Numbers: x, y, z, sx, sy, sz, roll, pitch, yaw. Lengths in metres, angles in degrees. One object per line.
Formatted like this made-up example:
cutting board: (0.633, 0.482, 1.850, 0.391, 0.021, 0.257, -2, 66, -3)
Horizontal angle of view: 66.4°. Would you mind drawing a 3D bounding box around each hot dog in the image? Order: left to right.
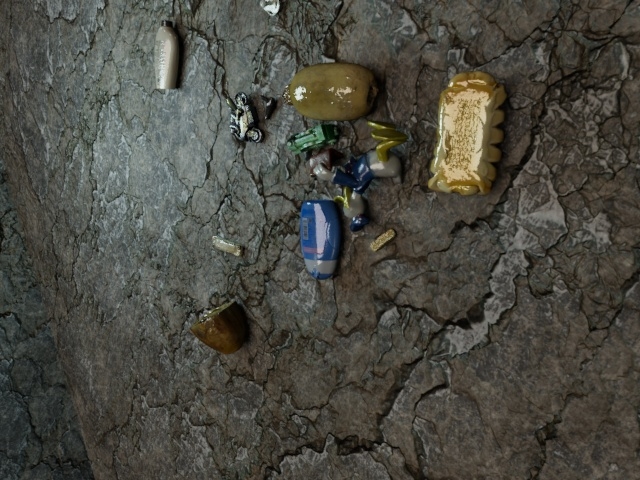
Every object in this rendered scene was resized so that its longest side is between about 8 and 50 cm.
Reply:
hot dog: (0.195, 0.001, 1.500, 0.090, 0.034, 0.030, -40, 63, 14)

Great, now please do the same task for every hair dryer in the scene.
hair dryer: (-0.190, -0.474, 1.705, 0.083, 0.031, 0.079, 52, 133, 34)

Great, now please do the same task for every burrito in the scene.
burrito: (-0.366, 0.021, 1.904, 0.171, 0.042, 0.051, 14, 109, 30)

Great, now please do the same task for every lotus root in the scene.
lotus root: (-0.389, 0.355, 1.898, 0.199, 0.188, 0.180, -22, 99, 34)
lotus root: (0.012, -0.449, 1.479, 0.342, 0.151, 0.170, 10, 103, 31)

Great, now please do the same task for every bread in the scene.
bread: (0.385, -0.271, 1.260, 0.172, 0.121, 0.312, 14, 106, 30)

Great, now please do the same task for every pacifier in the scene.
pacifier: (-0.174, -0.777, 1.613, 0.083, 0.064, 0.068, 33, 133, 28)

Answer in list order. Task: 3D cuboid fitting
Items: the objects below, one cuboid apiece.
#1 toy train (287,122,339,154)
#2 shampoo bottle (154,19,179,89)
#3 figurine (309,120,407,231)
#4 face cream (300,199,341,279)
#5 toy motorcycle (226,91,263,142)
toy train: (-0.027, -0.324, 1.560, 0.178, 0.104, 0.071, -11, 96, 37)
shampoo bottle: (-0.605, -0.728, 1.921, 0.127, 0.078, 0.257, 18, 110, 38)
figurine: (0.099, -0.175, 1.448, 0.283, 0.205, 0.339, 7, 117, 9)
face cream: (0.000, 0.000, 1.607, 0.149, 0.083, 0.264, 5, 101, 36)
toy motorcycle: (-0.282, -0.427, 1.751, 0.124, 0.061, 0.194, -21, 93, 29)
